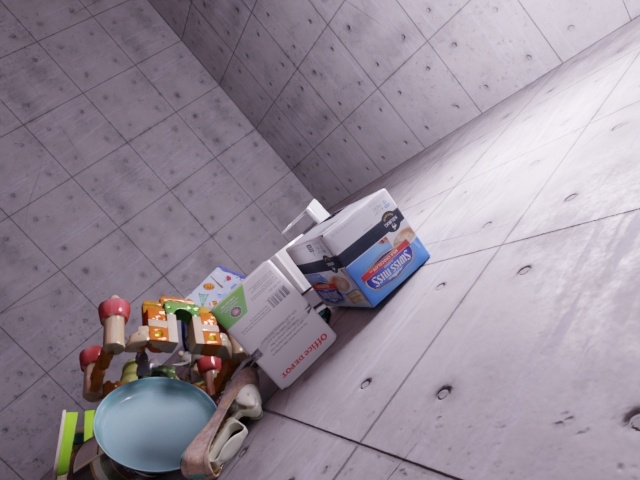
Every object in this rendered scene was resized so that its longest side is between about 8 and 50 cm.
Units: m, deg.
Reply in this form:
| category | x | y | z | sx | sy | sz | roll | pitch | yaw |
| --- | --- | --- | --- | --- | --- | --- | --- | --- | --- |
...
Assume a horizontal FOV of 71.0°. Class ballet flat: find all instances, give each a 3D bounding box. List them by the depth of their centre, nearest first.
| category | x | y | z | sx | sy | sz | roll | pitch | yaw |
| --- | --- | --- | --- | --- | --- | --- | --- | --- | --- |
| ballet flat | -0.202 | 0.432 | 1.075 | 0.106 | 0.107 | 0.316 | -11 | 28 | 32 |

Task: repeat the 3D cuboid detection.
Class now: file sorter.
| category | x | y | z | sx | sy | sz | roll | pitch | yaw |
| --- | --- | --- | --- | --- | --- | --- | --- | --- | --- |
| file sorter | 0.000 | 0.000 | 1.845 | 0.173 | 0.278 | 0.193 | -43 | 7 | 16 |

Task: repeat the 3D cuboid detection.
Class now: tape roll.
| category | x | y | z | sx | sy | sz | roll | pitch | yaw |
| --- | --- | --- | --- | --- | --- | --- | --- | --- | --- |
| tape roll | -0.112 | 0.114 | 1.669 | 0.246 | 0.169 | 0.246 | -38 | 2 | 2 |

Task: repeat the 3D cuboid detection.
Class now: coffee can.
| category | x | y | z | sx | sy | sz | roll | pitch | yaw |
| --- | --- | --- | --- | --- | --- | --- | --- | --- | --- |
| coffee can | -0.554 | 0.612 | 1.289 | 0.275 | 0.201 | 0.201 | -37 | 8 | 25 |

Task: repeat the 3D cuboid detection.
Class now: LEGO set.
| category | x | y | z | sx | sy | sz | roll | pitch | yaw |
| --- | --- | --- | --- | --- | --- | --- | --- | --- | --- |
| LEGO set | -0.232 | 0.385 | 1.314 | 0.244 | 0.060 | 0.182 | -56 | -18 | 26 |

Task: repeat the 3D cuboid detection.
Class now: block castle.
| category | x | y | z | sx | sy | sz | roll | pitch | yaw |
| --- | --- | --- | --- | --- | --- | --- | --- | --- | --- |
| block castle | -0.478 | 0.335 | 1.400 | 0.303 | 0.453 | 0.213 | -58 | 37 | 27 |

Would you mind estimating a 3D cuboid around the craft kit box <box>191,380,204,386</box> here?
| category | x | y | z | sx | sy | sz | roll | pitch | yaw |
| --- | --- | --- | --- | --- | --- | --- | --- | --- | --- |
| craft kit box | -0.538 | 0.637 | 1.653 | 0.250 | 0.061 | 0.246 | -31 | 15 | 51 |

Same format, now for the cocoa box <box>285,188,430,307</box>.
| category | x | y | z | sx | sy | sz | roll | pitch | yaw |
| --- | --- | --- | --- | --- | --- | --- | --- | --- | --- |
| cocoa box | 0.092 | 0.037 | 1.285 | 0.231 | 0.228 | 0.347 | -37 | 6 | -20 |

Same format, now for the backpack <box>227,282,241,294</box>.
| category | x | y | z | sx | sy | sz | roll | pitch | yaw |
| --- | --- | --- | --- | --- | --- | --- | --- | --- | --- |
| backpack | -0.292 | 0.279 | 1.953 | 0.276 | 0.213 | 0.263 | -35 | 15 | 32 |

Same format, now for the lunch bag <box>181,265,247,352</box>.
| category | x | y | z | sx | sy | sz | roll | pitch | yaw |
| --- | --- | --- | --- | --- | --- | --- | --- | --- | --- |
| lunch bag | -0.497 | 0.381 | 2.166 | 0.328 | 0.239 | 0.385 | -50 | -22 | -55 |

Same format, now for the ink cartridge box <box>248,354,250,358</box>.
| category | x | y | z | sx | sy | sz | roll | pitch | yaw |
| --- | --- | --- | --- | --- | --- | --- | --- | --- | --- |
| ink cartridge box | -0.219 | 0.363 | 1.617 | 0.186 | 0.065 | 0.311 | -46 | 11 | -35 |

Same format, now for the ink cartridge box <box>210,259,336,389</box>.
| category | x | y | z | sx | sy | sz | roll | pitch | yaw |
| --- | --- | --- | --- | --- | --- | --- | --- | --- | --- |
| ink cartridge box | -0.123 | 0.217 | 1.183 | 0.198 | 0.273 | 0.115 | -42 | 5 | -13 |

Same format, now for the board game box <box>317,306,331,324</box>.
| category | x | y | z | sx | sy | sz | roll | pitch | yaw |
| --- | --- | --- | --- | --- | --- | --- | --- | --- | --- |
| board game box | -0.051 | 0.285 | 1.367 | 0.186 | 0.026 | 0.126 | -39 | 7 | 15 |

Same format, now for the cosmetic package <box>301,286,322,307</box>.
| category | x | y | z | sx | sy | sz | roll | pitch | yaw |
| --- | --- | --- | --- | --- | --- | --- | --- | --- | --- |
| cosmetic package | -0.027 | 0.199 | 1.618 | 0.239 | 0.060 | 0.099 | -37 | 4 | 23 |

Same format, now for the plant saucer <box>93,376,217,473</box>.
| category | x | y | z | sx | sy | sz | roll | pitch | yaw |
| --- | --- | --- | --- | --- | --- | --- | --- | --- | --- |
| plant saucer | -0.425 | 0.484 | 1.182 | 0.317 | 0.317 | 0.044 | -62 | -9 | -70 |

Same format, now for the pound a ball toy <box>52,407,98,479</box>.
| category | x | y | z | sx | sy | sz | roll | pitch | yaw |
| --- | --- | --- | --- | --- | --- | --- | --- | --- | --- |
| pound a ball toy | -0.788 | 0.731 | 1.537 | 0.319 | 0.208 | 0.136 | 47 | 126 | 56 |

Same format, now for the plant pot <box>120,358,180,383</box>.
| category | x | y | z | sx | sy | sz | roll | pitch | yaw |
| --- | --- | --- | --- | --- | --- | --- | --- | --- | --- |
| plant pot | -0.733 | 0.666 | 1.804 | 0.276 | 0.276 | 0.254 | -36 | 21 | 32 |

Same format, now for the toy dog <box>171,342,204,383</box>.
| category | x | y | z | sx | sy | sz | roll | pitch | yaw |
| --- | --- | --- | --- | --- | --- | --- | --- | --- | --- |
| toy dog | -0.549 | 0.494 | 1.927 | 0.333 | 0.161 | 0.220 | -31 | 25 | 31 |
